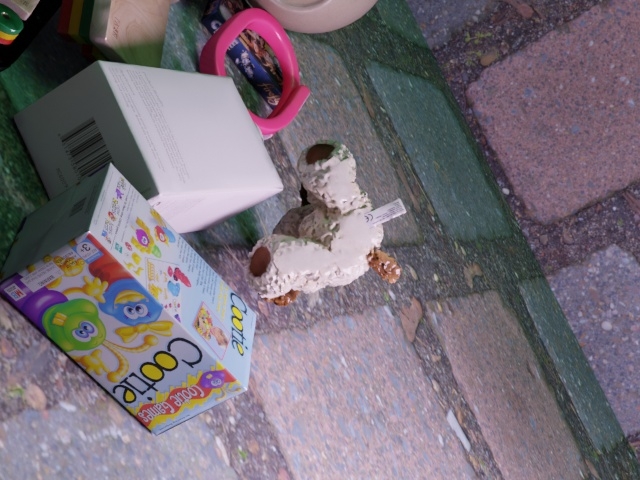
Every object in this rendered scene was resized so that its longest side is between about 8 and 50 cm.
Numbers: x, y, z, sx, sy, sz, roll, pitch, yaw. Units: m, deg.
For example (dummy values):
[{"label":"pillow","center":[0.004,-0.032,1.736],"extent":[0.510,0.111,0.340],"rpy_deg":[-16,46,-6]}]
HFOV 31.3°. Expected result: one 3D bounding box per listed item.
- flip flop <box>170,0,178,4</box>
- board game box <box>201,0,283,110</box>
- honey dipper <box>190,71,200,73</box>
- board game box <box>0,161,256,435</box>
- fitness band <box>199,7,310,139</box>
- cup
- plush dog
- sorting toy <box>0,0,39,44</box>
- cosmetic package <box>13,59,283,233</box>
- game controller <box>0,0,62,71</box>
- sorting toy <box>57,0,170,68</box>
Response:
[{"label":"flip flop","center":[-0.318,-0.526,1.937],"extent":[0.080,0.112,0.277],"rpy_deg":[-36,102,-54]},{"label":"board game box","center":[-0.132,-0.377,2.227],"extent":[0.243,0.042,0.165],"rpy_deg":[50,24,-26]},{"label":"honey dipper","center":[-0.202,-0.209,1.885],"extent":[0.030,0.030,0.160],"rpy_deg":[35,37,-48]},{"label":"board game box","center":[-0.218,0.073,1.333],"extent":[0.275,0.142,0.144],"rpy_deg":[49,24,-27]},{"label":"fitness band","center":[-0.119,-0.307,2.093],"extent":[0.209,0.054,0.291],"rpy_deg":[53,36,-18]},{"label":"cup","center":[-0.026,-0.538,2.177],"extent":[0.331,0.331,0.237],"rpy_deg":[55,17,-16]},{"label":"plush dog","center":[0.000,0.000,1.767],"extent":[0.211,0.262,0.225],"rpy_deg":[30,-12,-17]},{"label":"sorting toy","center":[-0.405,-0.331,1.403],"extent":[0.132,0.046,0.274],"rpy_deg":[36,28,-20]},{"label":"cosmetic package","center":[-0.217,-0.117,1.557],"extent":[0.197,0.155,0.365],"rpy_deg":[64,21,8]},{"label":"game controller","center":[-0.426,-0.330,1.476],"extent":[0.166,0.067,0.319],"rpy_deg":[52,22,-23]},{"label":"sorting toy","center":[-0.285,-0.367,1.598],"extent":[0.257,0.089,0.255],"rpy_deg":[48,49,-80]}]
